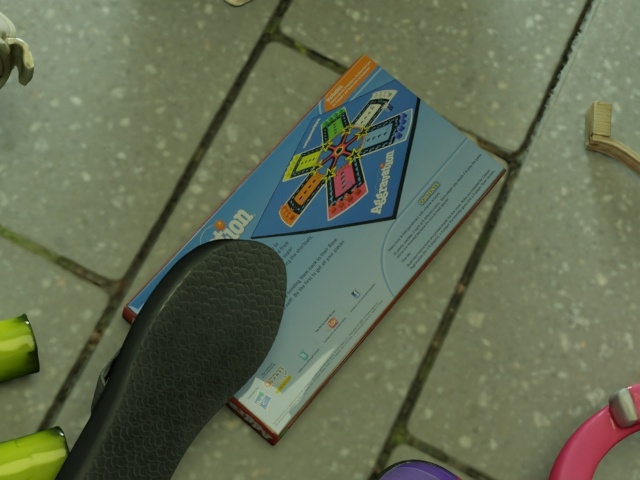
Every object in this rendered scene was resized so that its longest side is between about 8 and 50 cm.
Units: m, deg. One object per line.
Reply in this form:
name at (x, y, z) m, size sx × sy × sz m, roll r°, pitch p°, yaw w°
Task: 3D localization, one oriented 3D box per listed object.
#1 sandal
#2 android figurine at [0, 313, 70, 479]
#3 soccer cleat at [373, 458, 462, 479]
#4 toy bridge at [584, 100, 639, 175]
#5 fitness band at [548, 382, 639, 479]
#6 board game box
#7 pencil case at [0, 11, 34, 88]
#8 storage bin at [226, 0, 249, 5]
sandal at (-0.115, 0.102, 1.037) m, size 0.097 × 0.054 × 0.254 m, roll 41°, pitch 77°, yaw -37°
android figurine at (-0.307, 0.138, 1.011) m, size 0.272 × 0.056 × 0.248 m, roll -13°, pitch 72°, yaw -19°
soccer cleat at (0.139, 0.276, 1.017) m, size 0.108 × 0.116 × 0.318 m, roll -26°, pitch 76°, yaw -20°
toy bridge at (0.302, -0.064, 1.240) m, size 0.188 × 0.026 × 0.063 m, roll 10°, pitch 69°, yaw -9°
fitness band at (0.299, 0.190, 1.084) m, size 0.290 × 0.054 × 0.209 m, roll -10°, pitch 70°, yaw -14°
board game box at (0.000, 0.000, 1.147) m, size 0.145 × 0.027 × 0.281 m, roll 40°, pitch 66°, yaw 4°
pencil case at (-0.366, -0.243, 1.093) m, size 0.183 × 0.160 × 0.410 m, roll -32°, pitch 77°, yaw -7°
storage bin at (0.013, -0.330, 1.154) m, size 0.260 × 0.262 × 0.123 m, roll -31°, pitch 77°, yaw -21°
